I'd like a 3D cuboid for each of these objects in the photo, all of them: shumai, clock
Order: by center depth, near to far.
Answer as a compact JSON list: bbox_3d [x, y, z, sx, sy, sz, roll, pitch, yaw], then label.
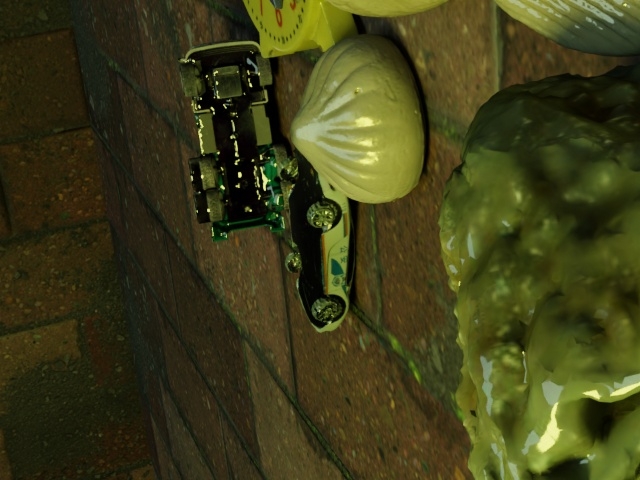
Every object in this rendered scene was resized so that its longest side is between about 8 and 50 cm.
[{"bbox_3d":[0.177,0.021,0.445,0.225,0.221,0.261,56,-154,-28],"label":"shumai"},{"bbox_3d":[-0.052,-0.303,0.990,0.277,0.071,0.294,-175,73,-72],"label":"clock"}]

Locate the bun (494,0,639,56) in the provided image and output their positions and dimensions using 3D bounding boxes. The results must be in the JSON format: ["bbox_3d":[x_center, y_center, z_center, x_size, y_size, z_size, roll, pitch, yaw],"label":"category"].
[{"bbox_3d":[0.125,-0.172,0.470,0.173,0.113,0.166,50,164,5],"label":"bun"}]

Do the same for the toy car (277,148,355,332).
[{"bbox_3d":[0.000,0.000,1.077,0.095,0.056,0.205,-124,23,-48],"label":"toy car"}]

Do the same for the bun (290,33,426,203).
[{"bbox_3d":[0.021,-0.095,0.886,0.138,0.094,0.138,170,90,-73],"label":"bun"}]

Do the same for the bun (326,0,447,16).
[{"bbox_3d":[0.032,-0.231,0.693,0.193,0.127,0.179,-161,61,-67],"label":"bun"}]

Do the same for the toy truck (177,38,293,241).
[{"bbox_3d":[-0.099,-0.117,1.223,0.116,0.110,0.216,-120,21,-71],"label":"toy truck"}]
